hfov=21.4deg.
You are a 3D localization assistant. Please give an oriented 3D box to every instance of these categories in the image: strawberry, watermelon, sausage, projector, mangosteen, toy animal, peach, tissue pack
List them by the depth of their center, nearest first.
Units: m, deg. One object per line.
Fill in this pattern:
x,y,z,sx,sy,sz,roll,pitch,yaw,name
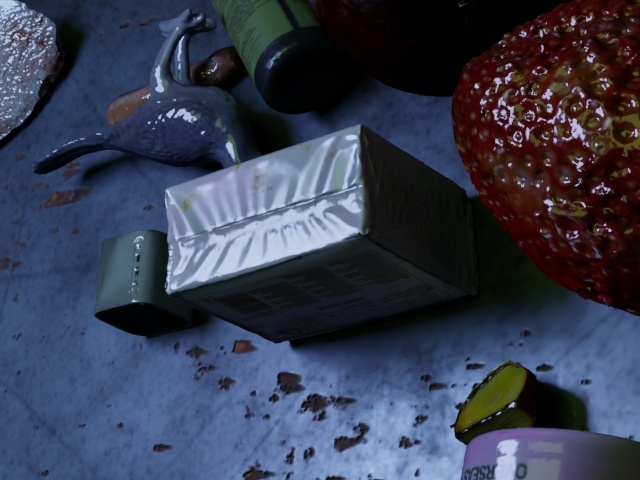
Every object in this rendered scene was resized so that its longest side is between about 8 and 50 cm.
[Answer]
0.238,-0.071,1.352,0.288,0.250,0.238,15,117,20,strawberry
0.157,0.149,1.444,0.083,0.050,0.077,-50,24,-4,peach
0.119,-0.285,1.522,0.297,0.297,0.293,-36,54,21,mangosteen
0.000,0.000,1.548,0.225,0.185,0.124,-17,63,33,tissue pack
-0.178,0.044,1.738,0.083,0.083,0.082,-13,62,34,projector
-0.153,-0.139,1.773,0.367,0.081,0.206,13,96,34,toy animal
-0.162,-0.164,1.852,0.177,0.040,0.047,-22,18,29,sausage
-0.364,-0.195,2.012,0.094,0.081,0.180,40,113,26,watermelon

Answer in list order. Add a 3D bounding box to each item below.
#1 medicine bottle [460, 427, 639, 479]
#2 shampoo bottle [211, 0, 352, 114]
0.178,0.299,1.272,0.178,0.178,0.291,-5,67,37,medicine bottle
-0.062,-0.257,1.773,0.101,0.101,0.284,-41,50,16,shampoo bottle
